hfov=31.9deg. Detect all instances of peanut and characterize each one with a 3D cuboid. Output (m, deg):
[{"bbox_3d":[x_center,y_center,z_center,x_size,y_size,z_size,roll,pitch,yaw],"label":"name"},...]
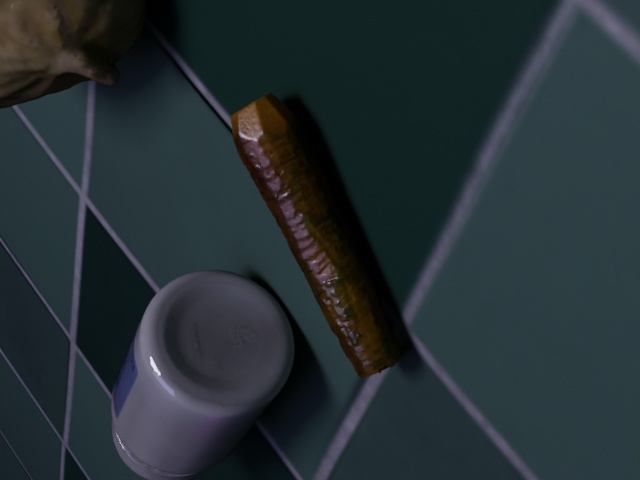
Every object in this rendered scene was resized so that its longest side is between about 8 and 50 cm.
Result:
[{"bbox_3d":[-0.241,-0.172,0.732,0.291,0.159,0.143,36,161,36],"label":"peanut"}]

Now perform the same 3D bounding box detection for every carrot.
[{"bbox_3d":[0.000,0.000,0.624,0.042,0.042,0.170,-18,99,60],"label":"carrot"}]

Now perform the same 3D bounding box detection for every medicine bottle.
[{"bbox_3d":[-0.090,0.103,0.786,0.103,0.103,0.186,54,150,13],"label":"medicine bottle"}]
